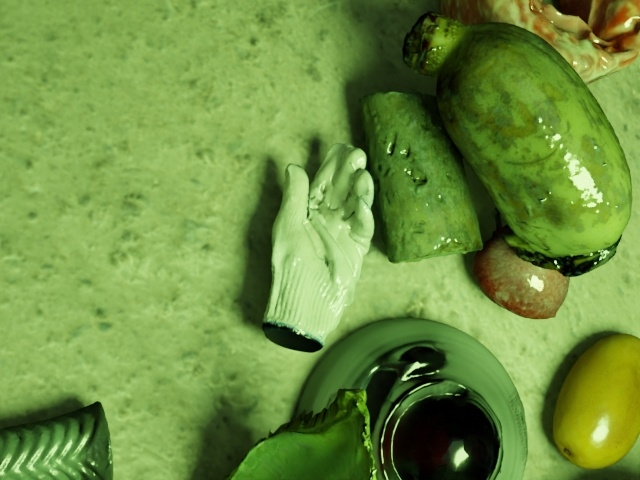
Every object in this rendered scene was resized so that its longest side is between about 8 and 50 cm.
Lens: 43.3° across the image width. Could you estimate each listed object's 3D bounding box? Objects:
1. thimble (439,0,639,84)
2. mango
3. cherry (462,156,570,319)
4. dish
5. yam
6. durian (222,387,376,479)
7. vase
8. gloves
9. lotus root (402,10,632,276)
[{"bbox_3d":[0.264,-0.281,0.940,0.239,0.162,0.239,3,82,-18],"label":"thimble"},{"bbox_3d":[0.338,0.183,0.950,0.102,0.085,0.184,41,68,-10],"label":"mango"},{"bbox_3d":[0.206,-0.005,0.933,0.107,0.090,0.225,-34,82,-4],"label":"cherry"},{"bbox_3d":[0.118,0.215,0.848,0.273,0.134,0.273,2,82,-17],"label":"dish"},{"bbox_3d":[0.108,-0.074,0.895,0.107,0.107,0.194,-10,85,-19],"label":"yam"},{"bbox_3d":[-0.039,0.307,0.731,0.163,0.198,0.394,21,102,-4],"label":"durian"},{"bbox_3d":[-0.313,0.205,0.727,0.237,0.115,0.116,-7,86,-24],"label":"vase"},{"bbox_3d":[-0.003,0.003,0.853,0.119,0.097,0.229,23,81,-19],"label":"gloves"},{"bbox_3d":[0.205,-0.110,0.818,0.173,0.173,0.309,-43,102,-18],"label":"lotus root"}]
